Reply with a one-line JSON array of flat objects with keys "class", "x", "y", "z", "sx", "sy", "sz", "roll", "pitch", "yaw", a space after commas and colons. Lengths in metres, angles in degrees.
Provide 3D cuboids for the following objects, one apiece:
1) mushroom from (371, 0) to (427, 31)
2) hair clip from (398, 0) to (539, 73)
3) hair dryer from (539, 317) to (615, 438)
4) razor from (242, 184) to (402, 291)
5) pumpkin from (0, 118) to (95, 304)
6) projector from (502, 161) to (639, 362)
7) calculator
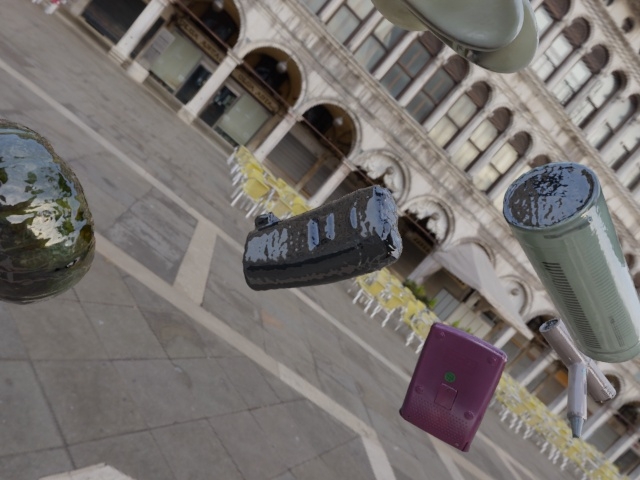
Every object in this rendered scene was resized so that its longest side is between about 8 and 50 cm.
[{"class": "mushroom", "x": 0.207, "y": -0.552, "z": 0.917, "sx": 0.246, "sy": 0.246, "sz": 0.202, "roll": 41, "pitch": 0, "yaw": -7}, {"class": "hair clip", "x": 0.260, "y": -0.412, "z": 0.802, "sx": 0.282, "sy": 0.172, "sz": 0.113, "roll": 52, "pitch": 26, "yaw": 10}, {"class": "hair dryer", "x": 0.507, "y": 0.291, "z": 0.958, "sx": 0.220, "sy": 0.053, "sz": 0.195, "roll": -33, "pitch": 85, "yaw": -45}, {"class": "razor", "x": 0.000, "y": 0.003, "z": 0.956, "sx": 0.107, "sy": 0.326, "sz": 0.189, "roll": 53, "pitch": 30, "yaw": -47}, {"class": "pumpkin", "x": -0.390, "y": -0.033, "z": 0.580, "sx": 0.237, "sy": 0.159, "sz": 0.238, "roll": 27, "pitch": -46, "yaw": 33}, {"class": "projector", "x": 0.350, "y": 0.045, "z": 0.623, "sx": 0.337, "sy": 0.108, "sz": 0.108, "roll": 46, "pitch": 2, "yaw": -35}, {"class": "calculator", "x": 0.205, "y": 0.233, "z": 0.744, "sx": 0.126, "sy": 0.191, "sz": 0.034, "roll": 23, "pitch": 20, "yaw": 25}]
